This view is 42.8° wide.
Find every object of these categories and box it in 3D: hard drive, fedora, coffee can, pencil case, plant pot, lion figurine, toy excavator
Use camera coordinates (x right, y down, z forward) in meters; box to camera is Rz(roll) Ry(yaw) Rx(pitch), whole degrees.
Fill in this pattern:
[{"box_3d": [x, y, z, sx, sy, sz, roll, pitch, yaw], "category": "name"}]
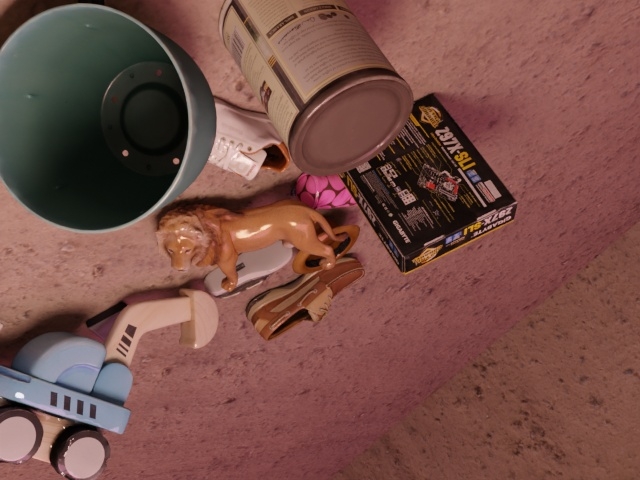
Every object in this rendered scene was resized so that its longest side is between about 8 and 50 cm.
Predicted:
[{"box_3d": [-0.457, 0.191, 1.843, 0.094, 0.022, 0.135, -29, 152, -4], "category": "hard drive"}, {"box_3d": [0.000, 0.000, 1.914, 0.194, 0.079, 0.194, -31, 158, -14], "category": "fedora"}, {"box_3d": [-0.012, -0.267, 1.256, 0.201, 0.275, 0.201, -23, 152, -13], "category": "coffee can"}, {"box_3d": [0.045, -0.106, 1.774, 0.209, 0.095, 0.098, -6, 108, -36], "category": "pencil case"}, {"box_3d": [-0.278, -0.170, 1.156, 0.293, 0.293, 0.235, -39, 179, 15], "category": "plant pot"}, {"box_3d": [-0.131, -0.017, 1.662, 0.392, 0.142, 0.240, -18, 145, -9], "category": "lion figurine"}, {"box_3d": [-0.454, 0.258, 1.684, 0.433, 0.222, 0.445, 27, 76, -33], "category": "toy excavator"}]

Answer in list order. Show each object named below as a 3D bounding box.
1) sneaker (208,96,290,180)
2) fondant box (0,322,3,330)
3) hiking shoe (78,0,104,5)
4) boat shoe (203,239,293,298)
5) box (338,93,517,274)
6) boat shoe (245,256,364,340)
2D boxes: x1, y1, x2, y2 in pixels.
[{"box_3d": [-0.166, -0.172, 1.429, 0.290, 0.123, 0.106, -1, 142, -42], "category": "sneaker"}, {"box_3d": [-0.740, 0.304, 1.529, 0.096, 0.238, 0.330, 32, 124, -9], "category": "fondant box"}, {"box_3d": [-0.259, -0.385, 1.026, 0.114, 0.086, 0.227, -11, 146, -26], "category": "hiking shoe"}, {"box_3d": [-0.160, 0.068, 1.881, 0.219, 0.078, 0.070, -24, 152, 5], "category": "boat shoe"}, {"box_3d": [0.198, -0.121, 1.649, 0.257, 0.322, 0.079, -25, 151, -11], "category": "box"}, {"box_3d": [-0.027, 0.158, 2.101, 0.324, 0.120, 0.122, -27, 152, -6], "category": "boat shoe"}]
